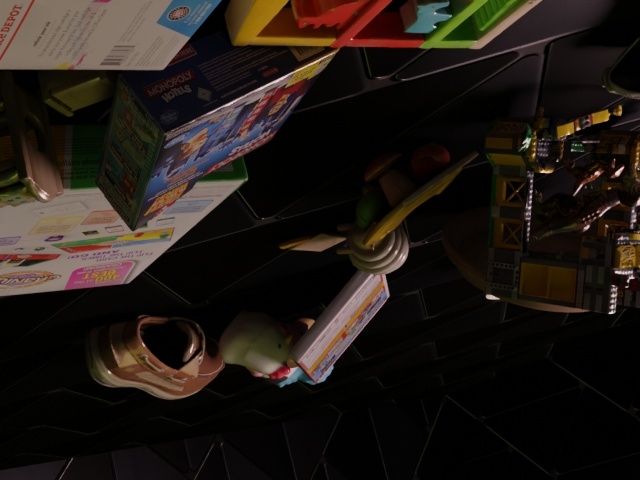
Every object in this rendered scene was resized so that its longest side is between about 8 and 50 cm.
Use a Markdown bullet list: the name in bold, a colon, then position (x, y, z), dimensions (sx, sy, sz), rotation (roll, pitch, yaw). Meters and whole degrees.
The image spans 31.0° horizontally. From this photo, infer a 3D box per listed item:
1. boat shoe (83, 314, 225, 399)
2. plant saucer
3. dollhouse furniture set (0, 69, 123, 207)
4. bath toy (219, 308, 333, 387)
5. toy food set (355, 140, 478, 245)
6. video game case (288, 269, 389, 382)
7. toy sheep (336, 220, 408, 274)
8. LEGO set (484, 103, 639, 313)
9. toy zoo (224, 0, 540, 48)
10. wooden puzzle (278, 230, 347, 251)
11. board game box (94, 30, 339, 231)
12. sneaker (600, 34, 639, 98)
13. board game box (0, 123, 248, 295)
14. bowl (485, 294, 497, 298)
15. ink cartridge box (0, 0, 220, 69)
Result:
- **boat shoe**: position (-0.236, 0.181, 1.838), dimensions (0.116, 0.123, 0.324), rotation (-23, 165, 23)
- **plant saucer**: position (0.300, 0.024, 1.560), dimensions (0.278, 0.041, 0.278), rotation (5, -154, -2)
- **dollhouse furniture set**: position (-0.252, -0.082, 0.852), dimensions (0.182, 0.101, 0.161), rotation (-18, 165, 12)
- **bath toy**: position (-0.068, 0.196, 2.043), dimensions (0.151, 0.129, 0.348), rotation (-50, 164, -1)
- **toy food set**: position (0.093, -0.069, 1.341), dimensions (0.128, 0.071, 0.218), rotation (-35, 174, -19)
- **video game case**: position (0.036, 0.135, 1.893), dimensions (0.204, 0.025, 0.285), rotation (-50, 167, -7)
- **toy sheep**: position (0.075, 0.006, 1.547), dimensions (0.091, 0.091, 0.132), rotation (-19, 161, 18)
- **LEGO set**: position (0.341, -0.029, 1.310), dimensions (0.192, 0.255, 0.331), rotation (8, 178, 45)
- **toy zoo**: position (0.059, -0.200, 0.857), dimensions (0.293, 0.030, 0.192), rotation (-5, 163, -32)
- **wooden puzzle**: position (0.000, 0.000, 1.595), dimensions (0.078, 0.014, 0.116), rotation (-18, 166, 30)
- **board game box**: position (-0.105, -0.093, 0.952), dimensions (0.194, 0.060, 0.194), rotation (-32, 171, -39)
- **sneaker**: position (0.368, -0.185, 1.068), dimensions (0.115, 0.105, 0.281), rotation (-10, 165, -20)
- **board game box**: position (-0.251, -0.023, 1.152), dimensions (0.242, 0.064, 0.316), rotation (-5, 163, -33)
- **bowl**: position (0.349, 0.036, 1.938), dimensions (0.170, 0.080, 0.170), rotation (-14, 165, -4)
- **ink cartridge box**: position (-0.168, -0.157, 0.732), dimensions (0.181, 0.061, 0.104), rotation (-5, 163, -34)
